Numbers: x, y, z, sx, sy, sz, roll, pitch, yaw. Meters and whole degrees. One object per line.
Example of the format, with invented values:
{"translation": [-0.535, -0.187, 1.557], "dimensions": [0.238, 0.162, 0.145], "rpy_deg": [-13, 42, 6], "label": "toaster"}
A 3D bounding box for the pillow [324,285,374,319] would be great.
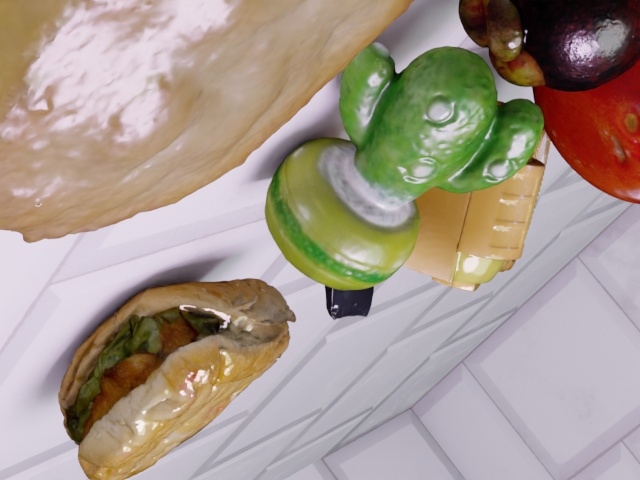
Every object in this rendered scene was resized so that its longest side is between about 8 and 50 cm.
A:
{"translation": [0.045, -0.001, 1.659], "dimensions": [0.141, 0.055, 0.208], "rpy_deg": [4, 92, -64], "label": "pillow"}

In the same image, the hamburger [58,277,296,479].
{"translation": [-0.196, 0.151, 1.559], "dimensions": [0.330, 0.162, 0.209], "rpy_deg": [-36, 163, 1], "label": "hamburger"}

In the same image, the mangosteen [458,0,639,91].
{"translation": [0.255, -0.251, 1.331], "dimensions": [0.210, 0.210, 0.210], "rpy_deg": [-35, 165, -11], "label": "mangosteen"}

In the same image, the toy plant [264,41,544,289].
{"translation": [0.083, -0.097, 1.407], "dimensions": [0.316, 0.224, 0.184], "rpy_deg": [-45, -162, 36], "label": "toy plant"}

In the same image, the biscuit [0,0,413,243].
{"translation": [-0.100, -0.151, 0.982], "dimensions": [0.446, 0.104, 0.429], "rpy_deg": [-43, 165, 17], "label": "biscuit"}

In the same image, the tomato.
{"translation": [0.406, -0.216, 1.547], "dimensions": [0.293, 0.289, 0.325], "rpy_deg": [-51, 161, -10], "label": "tomato"}

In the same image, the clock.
{"translation": [0.210, -0.076, 1.698], "dimensions": [0.317, 0.200, 0.244], "rpy_deg": [-22, 130, -68], "label": "clock"}
